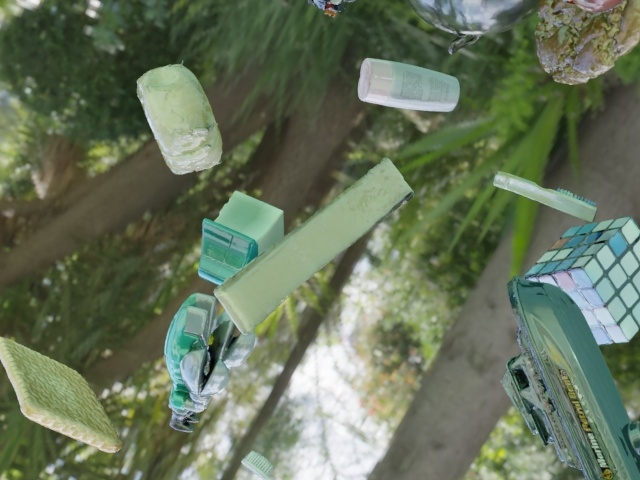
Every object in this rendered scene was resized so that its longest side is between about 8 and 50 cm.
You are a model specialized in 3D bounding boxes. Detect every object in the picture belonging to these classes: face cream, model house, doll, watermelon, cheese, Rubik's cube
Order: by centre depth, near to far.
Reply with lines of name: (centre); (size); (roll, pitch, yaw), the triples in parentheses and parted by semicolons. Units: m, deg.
watermelon: (0.244, -0.470, 1.783); (0.279, 0.359, 0.279); (-1, -156, 0)
cheese: (-0.002, 0.000, 1.785); (0.400, 0.034, 0.085); (-39, -87, -33)
model house: (-0.136, 0.017, 1.876); (0.100, 0.127, 0.149); (22, -132, 20)
Rubik's cube: (0.462, 0.071, 1.923); (0.155, 0.154, 0.151); (55, 151, -12)
doll: (-0.206, 0.218, 2.107); (0.153, 0.258, 0.195); (12, -128, 3)
face cream: (0.167, -0.291, 2.199); (0.198, 0.084, 0.057); (7, -178, -25)

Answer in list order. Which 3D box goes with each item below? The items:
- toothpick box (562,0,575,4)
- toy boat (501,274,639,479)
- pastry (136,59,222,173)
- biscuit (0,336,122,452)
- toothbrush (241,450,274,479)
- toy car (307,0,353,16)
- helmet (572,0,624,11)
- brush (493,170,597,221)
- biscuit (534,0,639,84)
toothpick box: (0.317, -0.327, 1.393); (0.047, 0.083, 0.047); (4, -176, 0)
toy boat: (0.293, 0.177, 1.388); (0.296, 0.122, 0.114); (65, -159, 12)
pastry: (-0.191, -0.167, 1.596); (0.088, 0.166, 0.166); (-21, -150, -4)
biscuit: (-0.381, 0.220, 1.660); (0.160, 0.030, 0.250); (32, -178, -31)
toothbrush: (0.006, 0.360, 1.528); (0.286, 0.025, 0.020); (30, 158, 29)
toy car: (0.052, -0.512, 1.872); (0.118, 0.301, 0.193); (16, -161, 3)
helmet: (0.277, -0.262, 1.144); (0.065, 0.084, 0.049); (47, -148, 11)
brush: (0.377, -0.079, 1.938); (0.178, 0.033, 0.030); (22, -131, 9)
biscuit: (0.341, -0.297, 1.446); (0.042, 0.226, 0.226); (19, -160, -25)
